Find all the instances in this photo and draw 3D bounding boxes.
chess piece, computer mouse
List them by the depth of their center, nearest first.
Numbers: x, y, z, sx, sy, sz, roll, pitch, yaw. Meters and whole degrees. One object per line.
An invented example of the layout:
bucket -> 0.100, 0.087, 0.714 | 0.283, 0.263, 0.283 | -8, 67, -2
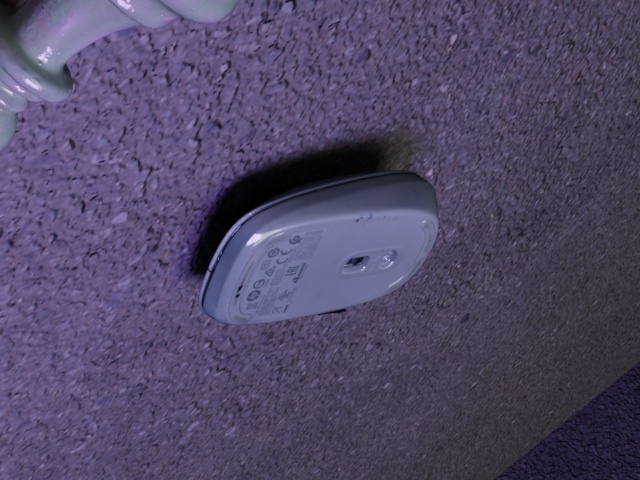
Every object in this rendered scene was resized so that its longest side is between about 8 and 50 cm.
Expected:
chess piece -> -0.177, -0.131, 0.847 | 0.271, 0.139, 0.139 | -40, 157, 16
computer mouse -> -0.002, -0.004, 1.324 | 0.288, 0.097, 0.159 | -8, 139, -36
